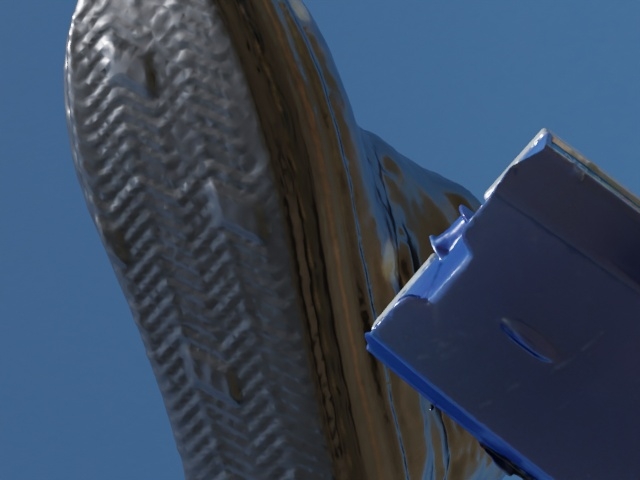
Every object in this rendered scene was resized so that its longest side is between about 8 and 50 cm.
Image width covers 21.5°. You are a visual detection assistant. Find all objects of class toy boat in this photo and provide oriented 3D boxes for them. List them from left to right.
[{"bbox_3d":[0.167,0.085,0.736,0.295,0.088,0.129,37,-67,-6],"label":"toy boat"}]

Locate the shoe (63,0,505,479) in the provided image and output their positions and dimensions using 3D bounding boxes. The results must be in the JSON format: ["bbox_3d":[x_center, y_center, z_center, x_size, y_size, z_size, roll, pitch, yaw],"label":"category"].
[{"bbox_3d":[0.000,0.000,1.002,0.237,0.171,0.384,-24,-82,-54],"label":"shoe"}]
